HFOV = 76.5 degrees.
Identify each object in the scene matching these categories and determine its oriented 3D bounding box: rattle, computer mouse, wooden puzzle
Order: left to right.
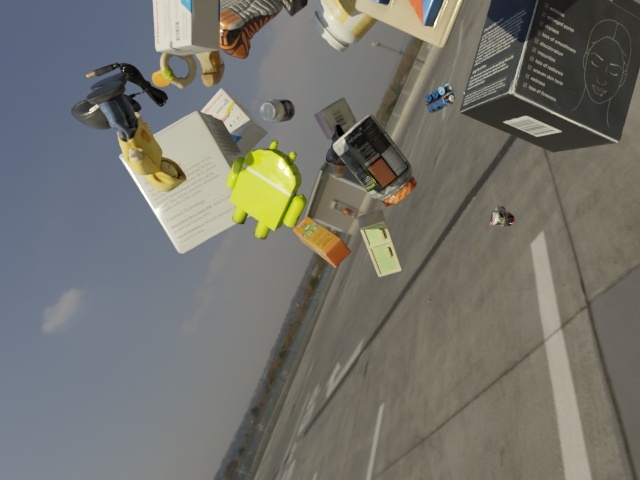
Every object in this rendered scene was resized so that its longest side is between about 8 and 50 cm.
[{"bbox_3d":[-0.548,-0.357,1.047,0.184,0.262,0.060,50,-153,-73],"label":"computer mouse"},{"bbox_3d":[-0.499,-0.637,1.436,0.143,0.130,0.199,6,78,63],"label":"rattle"},{"bbox_3d":[0.225,-0.689,0.984,0.080,0.348,0.322,-19,-39,-37],"label":"wooden puzzle"}]

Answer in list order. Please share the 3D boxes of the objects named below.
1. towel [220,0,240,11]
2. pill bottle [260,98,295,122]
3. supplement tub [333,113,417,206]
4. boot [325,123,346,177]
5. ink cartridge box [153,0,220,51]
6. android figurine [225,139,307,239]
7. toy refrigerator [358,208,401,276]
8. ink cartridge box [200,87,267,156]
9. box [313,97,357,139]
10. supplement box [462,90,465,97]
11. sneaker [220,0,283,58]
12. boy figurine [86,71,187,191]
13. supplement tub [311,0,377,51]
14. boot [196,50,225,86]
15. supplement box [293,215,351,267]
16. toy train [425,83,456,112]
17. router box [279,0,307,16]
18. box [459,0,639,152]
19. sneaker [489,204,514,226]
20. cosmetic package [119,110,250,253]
[{"bbox_3d":[-0.430,-1.112,1.712,0.235,0.284,0.121,2,-107,-69],"label":"towel"},{"bbox_3d":[-0.128,-0.383,1.197,0.120,0.067,0.067,-41,-24,-61],"label":"pill bottle"},{"bbox_3d":[0.211,-0.294,1.531,0.193,0.316,0.193,-38,11,9],"label":"supplement tub"},{"bbox_3d":[0.080,-0.421,1.813,0.248,0.090,0.206,-101,11,-51],"label":"boot"},{"bbox_3d":[-0.350,-0.571,1.056,0.086,0.203,0.148,-11,-68,-43],"label":"ink cartridge box"},{"bbox_3d":[-0.153,-0.144,1.143,0.272,0.248,0.056,-64,-13,25],"label":"android figurine"},{"bbox_3d":[0.241,0.017,1.635,0.094,0.102,0.269,-91,-19,-53],"label":"toy refrigerator"},{"bbox_3d":[-0.400,-0.535,1.860,0.171,0.232,0.168,-43,-9,11],"label":"ink cartridge box"},{"bbox_3d":[0.070,-0.578,1.948,0.127,0.148,0.232,-31,15,-2],"label":"box"},{"bbox_3d":[0.758,-0.715,1.979,0.083,0.056,0.083,-34,25,-16],"label":"supplement box"},{"bbox_3d":[-0.282,-0.839,1.595,0.321,0.124,0.180,-40,-12,-27],"label":"sneaker"},{"bbox_3d":[-0.406,-0.219,0.924,0.177,0.092,0.285,-112,0,-48],"label":"boy figurine"},{"bbox_3d":[0.143,-1.013,1.741,0.331,0.241,0.241,-38,14,32],"label":"supplement tub"},{"bbox_3d":[-0.498,-0.858,1.835,0.211,0.104,0.295,-89,2,-55],"label":"boot"},{"bbox_3d":[0.000,0.000,1.362,0.078,0.080,0.233,-46,35,-7],"label":"supplement box"},{"bbox_3d":[0.632,-0.747,2.134,0.080,0.105,0.184,-33,11,-26],"label":"toy train"},{"bbox_3d":[-0.156,-0.945,1.349,0.081,0.309,0.243,-39,10,-1],"label":"router box"},{"bbox_3d":[0.829,-0.626,1.448,0.297,0.480,0.471,-161,88,-74],"label":"box"},{"bbox_3d":[0.664,-0.079,1.475,0.178,0.077,0.072,-29,-47,-56],"label":"sneaker"},{"bbox_3d":[-0.444,-0.220,1.532,0.327,0.393,0.329,-28,8,6],"label":"cosmetic package"}]
